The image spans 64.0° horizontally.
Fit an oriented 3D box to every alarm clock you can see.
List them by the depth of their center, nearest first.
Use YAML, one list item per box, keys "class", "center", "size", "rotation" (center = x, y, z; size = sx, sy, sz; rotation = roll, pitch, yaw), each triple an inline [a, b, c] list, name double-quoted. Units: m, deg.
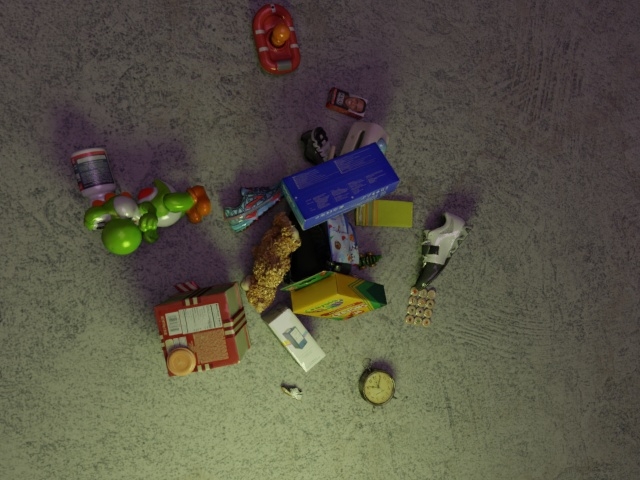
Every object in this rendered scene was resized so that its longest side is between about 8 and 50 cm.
- class: "alarm clock"
  center: [0.198, 0.518, 1.878]
  size: [0.129, 0.064, 0.192]
  rotation: [-23, 97, -17]

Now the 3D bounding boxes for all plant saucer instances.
- class: "plant saucer"
  center: [-0.401, 0.349, 1.475]
  size: [0.083, 0.013, 0.084]
  rotation: [0, 92, 0]

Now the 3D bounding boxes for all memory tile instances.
- class: "memory tile"
  center: [0.386, 0.256, 1.976]
  size: [0.113, 0.012, 0.148]
  rotation: [13, 84, -17]

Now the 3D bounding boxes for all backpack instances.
- class: "backpack"
  center: [0.000, 0.000, 1.738]
  size: [0.213, 0.276, 0.264]
  rotation: [-1, 80, -47]

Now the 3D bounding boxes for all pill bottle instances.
- class: "pill bottle"
  center: [-0.696, -0.188, 1.589]
  size: [0.107, 0.108, 0.180]
  rotation: [-17, 93, -18]

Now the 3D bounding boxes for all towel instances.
- class: "towel"
  center: [0.240, -0.102, 1.940]
  size: [0.237, 0.021, 0.102]
  rotation: [1, 93, -19]

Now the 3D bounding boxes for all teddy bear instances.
- class: "teddy bear"
  center: [-0.171, 0.065, 1.671]
  size: [0.113, 0.245, 0.338]
  rotation: [12, 128, -33]

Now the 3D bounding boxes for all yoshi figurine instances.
- class: "yoshi figurine"
  center: [-0.521, -0.053, 1.572]
  size: [0.362, 0.203, 0.204]
  rotation: [-14, 125, -32]

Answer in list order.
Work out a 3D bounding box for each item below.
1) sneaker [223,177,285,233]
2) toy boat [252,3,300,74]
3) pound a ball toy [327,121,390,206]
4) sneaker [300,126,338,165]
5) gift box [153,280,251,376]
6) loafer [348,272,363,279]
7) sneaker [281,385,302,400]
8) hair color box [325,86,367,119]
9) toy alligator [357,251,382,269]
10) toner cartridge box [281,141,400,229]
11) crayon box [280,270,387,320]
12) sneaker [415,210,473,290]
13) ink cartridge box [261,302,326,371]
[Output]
- class: "sneaker"
  center: [-0.217, -0.145, 1.747]
  size: [0.262, 0.104, 0.125]
  rotation: [-41, 98, -15]
- class: "toy boat"
  center: [-0.145, -0.701, 1.765]
  size: [0.151, 0.151, 0.231]
  rotation: [-14, 93, -18]
- class: "pound a ball toy"
  center: [0.122, -0.263, 1.795]
  size: [0.208, 0.135, 0.319]
  rotation: [35, 73, -53]
- class: "sneaker"
  center: [-0.001, -0.298, 1.839]
  size: [0.078, 0.106, 0.234]
  rotation: [-50, 129, -34]
- class: "gift box"
  center: [-0.377, 0.260, 1.607]
  size: [0.276, 0.258, 0.255]
  rotation: [-7, 92, 2]
- class: "loafer"
  center: [0.143, 0.171, 1.876]
  size: [0.148, 0.056, 0.050]
  rotation: [38, 71, -13]
- class: "sneaker"
  center: [-0.100, 0.529, 1.802]
  size: [0.083, 0.032, 0.037]
  rotation: [36, 64, -19]
- class: "hair color box"
  center: [0.097, -0.506, 1.893]
  size: [0.141, 0.043, 0.072]
  rotation: [15, 83, -18]
- class: "toy alligator"
  center: [0.149, 0.080, 1.884]
  size: [0.189, 0.051, 0.056]
  rotation: [-12, 91, -18]
- class: "toner cartridge box"
  center: [0.063, -0.178, 1.647]
  size: [0.347, 0.075, 0.165]
  rotation: [-23, 70, -16]
- class: "crayon box"
  center: [0.047, 0.189, 1.700]
  size: [0.318, 0.202, 0.081]
  rotation: [18, 56, -45]
- class: "sneaker"
  center: [0.431, 0.036, 1.957]
  size: [0.146, 0.122, 0.331]
  rotation: [35, 78, 5]
- class: "ink cartridge box"
  center: [-0.096, 0.324, 1.741]
  size: [0.093, 0.154, 0.212]
  rotation: [-37, 100, -14]
